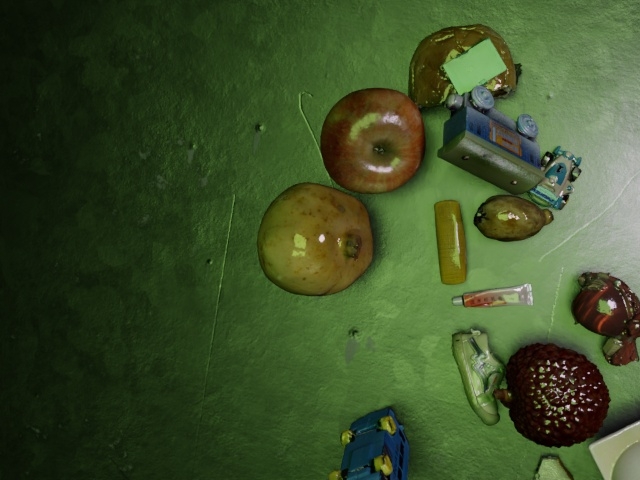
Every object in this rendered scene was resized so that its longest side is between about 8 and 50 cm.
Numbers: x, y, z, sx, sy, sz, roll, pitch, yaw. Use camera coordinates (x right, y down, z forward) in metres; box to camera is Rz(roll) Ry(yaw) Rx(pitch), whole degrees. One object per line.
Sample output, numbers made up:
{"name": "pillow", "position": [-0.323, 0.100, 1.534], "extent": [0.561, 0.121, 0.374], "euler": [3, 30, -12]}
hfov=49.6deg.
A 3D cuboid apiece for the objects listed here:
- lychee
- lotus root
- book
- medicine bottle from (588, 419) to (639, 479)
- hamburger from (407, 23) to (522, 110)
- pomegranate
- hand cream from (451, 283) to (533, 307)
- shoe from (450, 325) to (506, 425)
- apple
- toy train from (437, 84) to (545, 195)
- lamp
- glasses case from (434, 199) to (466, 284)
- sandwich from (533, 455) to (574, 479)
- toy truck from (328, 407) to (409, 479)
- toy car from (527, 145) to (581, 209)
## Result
{"name": "lychee", "position": [0.579, 0.392, 1.755], "extent": [0.300, 0.264, 0.264], "euler": [4, 93, -3]}
{"name": "lotus root", "position": [0.509, -0.058, 1.825], "extent": [0.214, 0.138, 0.138], "euler": [0, 91, 5]}
{"name": "book", "position": [0.396, -0.441, 1.771], "extent": [0.135, 0.017, 0.103], "euler": [-30, 84, 15]}
{"name": "medicine bottle", "position": [0.847, 0.638, 1.690], "extent": [0.236, 0.236, 0.406], "euler": [-28, 84, 15]}
{"name": "hamburger", "position": [0.377, -0.468, 1.854], "extent": [0.309, 0.132, 0.211], "euler": [-7, 92, 18]}
{"name": "pomegranate", "position": [0.000, 0.000, 1.872], "extent": [0.343, 0.342, 0.342], "euler": [0, 91, 16]}
{"name": "hand cream", "position": [0.470, 0.160, 1.896], "extent": [0.216, 0.038, 0.052], "euler": [-7, 117, 12]}
{"name": "shoe", "position": [0.428, 0.363, 1.852], "extent": [0.128, 0.140, 0.262], "euler": [-28, 76, 27]}
{"name": "apple", "position": [0.136, -0.273, 1.869], "extent": [0.302, 0.301, 0.301], "euler": [0, 91, 16]}
{"name": "toy train", "position": [0.440, -0.256, 1.759], "extent": [0.300, 0.131, 0.201], "euler": [22, 57, -22]}
{"name": "lamp", "position": [0.726, 0.192, 1.756], "extent": [0.151, 0.215, 0.223], "euler": [-11, 52, -14]}
{"name": "glasses case", "position": [0.359, 0.005, 1.903], "extent": [0.079, 0.064, 0.234], "euler": [-5, 90, 18]}
{"name": "sandwich", "position": [0.613, 0.631, 1.861], "extent": [0.105, 0.036, 0.093], "euler": [-39, 82, 15]}
{"name": "toy truck", "position": [0.138, 0.602, 1.824], "extent": [0.161, 0.385, 0.162], "euler": [-26, 102, 16]}
{"name": "toy car", "position": [0.614, -0.164, 1.809], "extent": [0.126, 0.098, 0.161], "euler": [34, 102, 11]}
